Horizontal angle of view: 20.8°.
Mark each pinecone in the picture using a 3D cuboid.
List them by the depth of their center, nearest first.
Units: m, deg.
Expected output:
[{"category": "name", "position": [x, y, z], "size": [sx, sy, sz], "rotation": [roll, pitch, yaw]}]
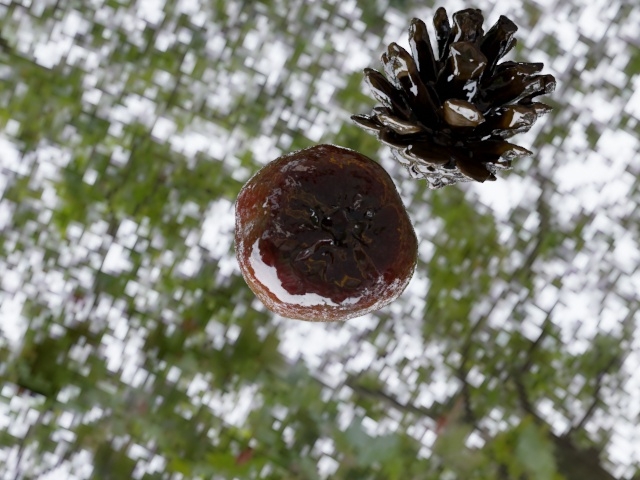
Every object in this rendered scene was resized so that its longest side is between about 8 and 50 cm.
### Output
[{"category": "pinecone", "position": [0.152, -0.162, 1.944], "size": [0.202, 0.201, 0.229], "rotation": [43, -174, -19]}]

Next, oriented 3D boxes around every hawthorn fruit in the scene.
[{"category": "hawthorn fruit", "position": [0.000, 0.000, 1.556], "size": [0.169, 0.169, 0.188], "rotation": [24, 169, -6]}]
